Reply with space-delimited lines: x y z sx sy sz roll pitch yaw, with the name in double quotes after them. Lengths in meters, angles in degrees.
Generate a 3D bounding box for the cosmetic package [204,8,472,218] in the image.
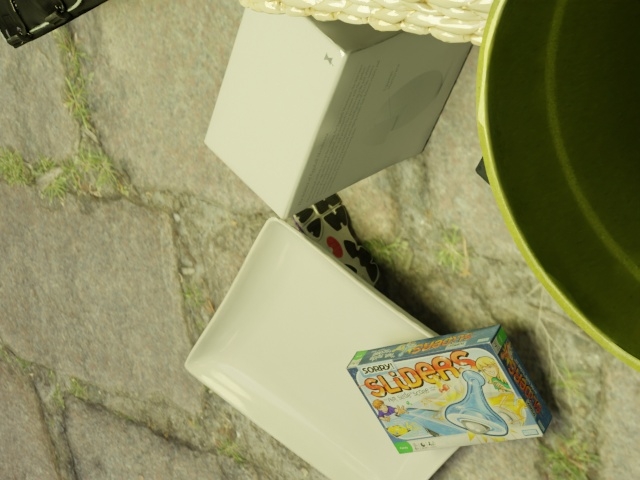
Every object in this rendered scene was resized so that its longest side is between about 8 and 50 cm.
0.024 -0.174 1.370 0.138 0.225 0.224 43 136 20 "cosmetic package"

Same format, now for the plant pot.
0.363 -0.120 0.943 0.366 0.353 0.366 25 129 35 "plant pot"

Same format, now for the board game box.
0.145 0.172 1.510 0.201 0.035 0.136 -16 115 38 "board game box"

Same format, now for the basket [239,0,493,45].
0.092 -0.353 1.057 0.328 0.331 0.266 16 141 33 "basket"

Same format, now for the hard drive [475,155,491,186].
0.222 -0.091 1.365 0.094 0.022 0.135 45 138 19 "hard drive"

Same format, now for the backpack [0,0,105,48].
-0.352 -0.401 1.663 0.225 0.191 0.253 -16 107 47 "backpack"

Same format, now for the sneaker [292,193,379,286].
0.000 0.000 1.621 0.170 0.068 0.071 61 146 0 "sneaker"

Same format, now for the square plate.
0.025 0.161 1.642 0.344 0.049 0.347 37 136 4 "square plate"
